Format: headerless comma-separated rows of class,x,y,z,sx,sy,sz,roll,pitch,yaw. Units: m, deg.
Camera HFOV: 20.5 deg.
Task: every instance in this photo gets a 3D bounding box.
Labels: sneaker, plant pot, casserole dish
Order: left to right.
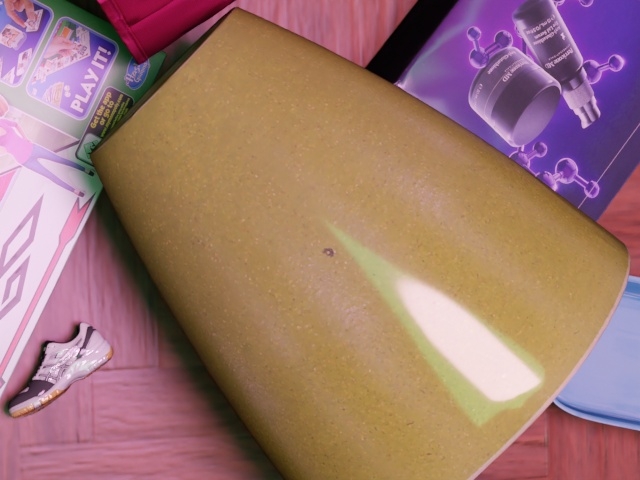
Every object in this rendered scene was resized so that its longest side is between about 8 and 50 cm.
sneaker,-0.184,0.089,1.218,0.083,0.032,0.037,-36,88,-18
plant pot,0.000,0.000,1.156,0.293,0.275,0.275,44,79,-9
casserole dish,0.241,0.088,1.340,0.188,0.037,0.114,12,79,-16

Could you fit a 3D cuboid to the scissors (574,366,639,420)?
scissors,0.304,0.180,1.378,0.297,0.021,0.109,18,86,-18

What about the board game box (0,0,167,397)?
board game box,-0.266,-0.032,1.178,0.213,0.046,0.317,27,83,-17

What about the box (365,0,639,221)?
box,0.178,-0.152,1.289,0.184,0.103,0.261,40,80,-17

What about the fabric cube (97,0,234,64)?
fabric cube,-0.080,-0.294,1.073,0.258,0.259,0.254,-32,89,-2
